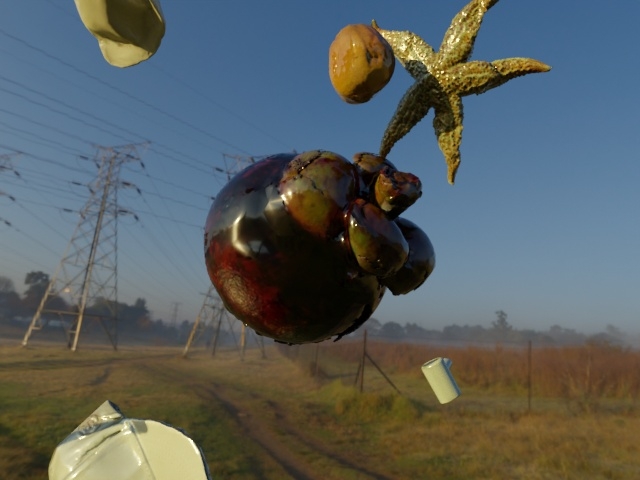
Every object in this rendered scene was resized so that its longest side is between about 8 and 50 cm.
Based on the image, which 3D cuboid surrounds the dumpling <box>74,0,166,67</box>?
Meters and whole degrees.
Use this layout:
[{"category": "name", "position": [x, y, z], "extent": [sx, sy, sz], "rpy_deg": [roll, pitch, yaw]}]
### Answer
[{"category": "dumpling", "position": [-0.323, -0.407, 0.726], "extent": [0.162, 0.250, 0.132], "rpy_deg": [-1, 22, 30]}]

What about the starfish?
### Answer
[{"category": "starfish", "position": [0.242, -0.286, 0.869], "extent": [0.347, 0.357, 0.078], "rpy_deg": [-13, 4, 25]}]

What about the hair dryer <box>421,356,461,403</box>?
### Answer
[{"category": "hair dryer", "position": [0.203, 0.217, 0.759], "extent": [0.038, 0.063, 0.124], "rpy_deg": [-31, -11, 19]}]

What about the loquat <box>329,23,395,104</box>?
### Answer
[{"category": "loquat", "position": [0.067, -0.315, 0.827], "extent": [0.113, 0.137, 0.137], "rpy_deg": [-15, -8, -17]}]

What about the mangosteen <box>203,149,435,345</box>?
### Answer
[{"category": "mangosteen", "position": [-0.005, 0.001, 0.899], "extent": [0.421, 0.381, 0.381], "rpy_deg": [-25, -19, 6]}]

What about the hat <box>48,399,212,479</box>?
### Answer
[{"category": "hat", "position": [-0.245, 0.395, 0.676], "extent": [0.301, 0.168, 0.258], "rpy_deg": [-4, -55, 36]}]
